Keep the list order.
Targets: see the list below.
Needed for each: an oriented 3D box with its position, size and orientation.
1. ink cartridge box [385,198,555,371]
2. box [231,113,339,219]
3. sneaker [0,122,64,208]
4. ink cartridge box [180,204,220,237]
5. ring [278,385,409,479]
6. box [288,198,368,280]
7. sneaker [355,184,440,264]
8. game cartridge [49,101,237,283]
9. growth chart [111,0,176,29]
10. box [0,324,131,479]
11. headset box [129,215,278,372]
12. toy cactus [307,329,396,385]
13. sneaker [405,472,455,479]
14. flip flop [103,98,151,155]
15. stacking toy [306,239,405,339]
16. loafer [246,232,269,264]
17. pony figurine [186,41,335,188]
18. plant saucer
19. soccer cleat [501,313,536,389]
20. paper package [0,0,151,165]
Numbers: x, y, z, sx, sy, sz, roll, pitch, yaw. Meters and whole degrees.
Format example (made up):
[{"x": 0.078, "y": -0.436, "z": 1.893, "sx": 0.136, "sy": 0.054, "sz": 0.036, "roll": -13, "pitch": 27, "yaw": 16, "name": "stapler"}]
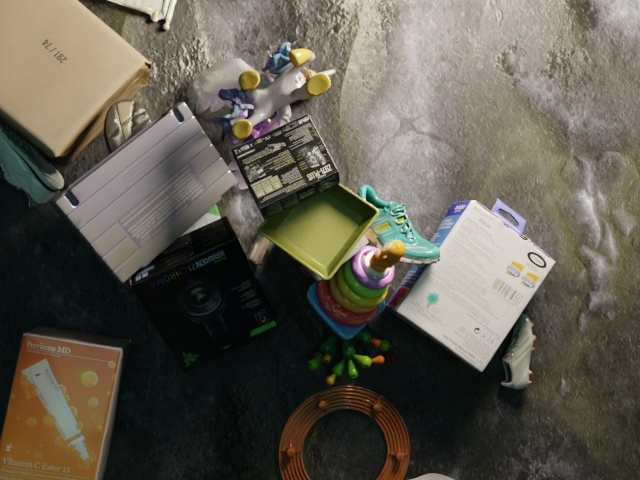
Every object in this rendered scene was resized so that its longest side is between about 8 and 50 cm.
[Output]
[{"x": 0.383, "y": 0.083, "z": 1.686, "sx": 0.270, "sy": 0.151, "sz": 0.396, "roll": 36, "pitch": 87, "yaw": -8, "name": "ink cartridge box"}, {"x": -0.071, "y": -0.153, "z": 1.412, "sx": 0.180, "sy": 0.077, "sz": 0.147, "roll": -26, "pitch": 75, "yaw": -4, "name": "box"}, {"x": -0.699, "y": -0.185, "z": 1.562, "sx": 0.094, "sy": 0.090, "sz": 0.235, "roll": -38, "pitch": 89, "yaw": 15, "name": "sneaker"}, {"x": -0.341, "y": -0.027, "z": 1.607, "sx": 0.212, "sy": 0.093, "sz": 0.155, "roll": -18, "pitch": 92, "yaw": -11, "name": "ink cartridge box"}, {"x": 0.063, "y": 0.532, "z": 1.699, "sx": 0.336, "sy": 0.032, "sz": 0.337, "roll": 0, "pitch": 90, "yaw": -8, "name": "ring"}, {"x": 0.000, "y": 0.000, "z": 1.587, "sx": 0.148, "sy": 0.232, "sz": 0.127, "roll": -37, "pitch": 94, "yaw": -6, "name": "box"}, {"x": 0.170, "y": -0.033, "z": 1.607, "sx": 0.107, "sy": 0.275, "sz": 0.110, "roll": -15, "pitch": 133, "yaw": -45, "name": "sneaker"}, {"x": -0.365, "y": -0.103, "z": 1.461, "sx": 0.355, "sy": 0.068, "sz": 0.230, "roll": -45, "pitch": 123, "yaw": -25, "name": "game cartridge"}, {"x": -0.446, "y": -0.627, "z": 1.627, "sx": 0.237, "sy": 0.021, "sz": 0.172, "roll": 21, "pitch": 86, "yaw": -8, "name": "growth chart"}, {"x": -0.576, "y": 0.385, "z": 1.534, "sx": 0.214, "sy": 0.168, "sz": 0.346, "roll": 11, "pitch": 88, "yaw": -8, "name": "box"}, {"x": -0.260, "y": 0.131, "z": 1.550, "sx": 0.246, "sy": 0.131, "sz": 0.283, "roll": -24, "pitch": 120, "yaw": -5, "name": "headset box"}, {"x": 0.065, "y": 0.253, "z": 1.678, "sx": 0.218, "sy": 0.112, "sz": 0.181, "roll": -14, "pitch": 73, "yaw": -6, "name": "toy cactus"}, {"x": 0.248, "y": 0.675, "z": 1.709, "sx": 0.255, "sy": 0.094, "sz": 0.151, "roll": 6, "pitch": 115, "yaw": -23, "name": "sneaker"}, {"x": -0.411, "y": -0.170, "z": 1.505, "sx": 0.112, "sy": 0.080, "sz": 0.277, "roll": -25, "pitch": 110, "yaw": -33, "name": "flip flop"}, {"x": 0.107, "y": 0.080, "z": 1.553, "sx": 0.175, "sy": 0.302, "sz": 0.166, "roll": -35, "pitch": 80, "yaw": -36, "name": "stacking toy"}, {"x": -0.138, "y": 0.001, "z": 1.667, "sx": 0.039, "sy": 0.045, "sz": 0.125, "roll": 29, "pitch": 93, "yaw": -24, "name": "loafer"}, {"x": -0.124, "y": -0.307, "z": 1.542, "sx": 0.350, "sy": 0.363, "sz": 0.303, "roll": -29, "pitch": 98, "yaw": 7, "name": "pony figurine"}, {"x": -0.002, "y": -0.034, "z": 1.438, "sx": 0.188, "sy": 0.045, "sz": 0.188, "roll": 35, "pitch": 79, "yaw": 13, "name": "plant saucer"}, {"x": 0.505, "y": 0.286, "z": 1.749, "sx": 0.076, "sy": 0.068, "sz": 0.197, "roll": 2, "pitch": 93, "yaw": -5, "name": "soccer cleat"}, {"x": -0.602, "y": -0.377, "z": 1.513, "sx": 0.324, "sy": 0.168, "sz": 0.309, "roll": 41, "pitch": 77, "yaw": -7, "name": "paper package"}]
